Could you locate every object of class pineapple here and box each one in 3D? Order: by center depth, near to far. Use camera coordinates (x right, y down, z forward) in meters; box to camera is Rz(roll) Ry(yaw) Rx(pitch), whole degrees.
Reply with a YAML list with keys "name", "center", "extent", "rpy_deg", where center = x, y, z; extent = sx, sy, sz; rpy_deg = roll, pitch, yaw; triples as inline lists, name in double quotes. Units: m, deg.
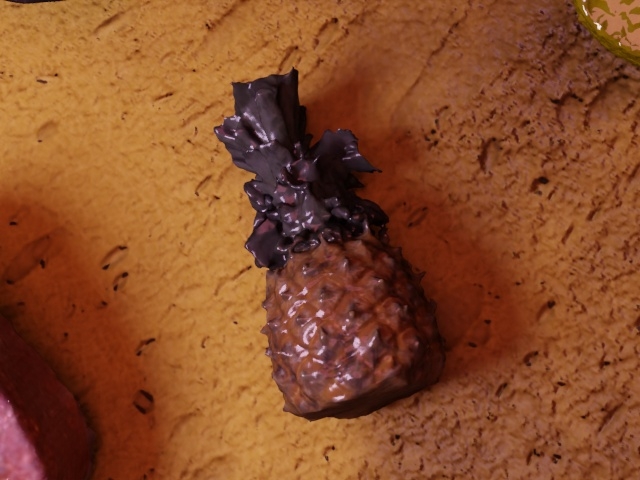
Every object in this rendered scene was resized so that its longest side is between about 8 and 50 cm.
- name: "pineapple"
  center: [-0.001, 0.000, 0.896]
  extent: [0.128, 0.128, 0.248]
  rpy_deg: [-21, 72, 9]

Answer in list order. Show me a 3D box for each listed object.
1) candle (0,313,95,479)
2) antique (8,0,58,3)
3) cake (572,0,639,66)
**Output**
- name: "candle"
  center: [-0.325, 0.115, 0.892]
  extent: [0.317, 0.131, 0.287]
  rpy_deg: [6, 100, 2]
- name: "antique"
  center: [-0.224, -0.339, 0.973]
  extent: [0.255, 0.185, 0.322]
  rpy_deg: [-12, 81, 9]
- name: "cake"
  center: [0.291, -0.208, 0.846]
  extent: [0.260, 0.156, 0.179]
  rpy_deg: [-10, 94, 17]
